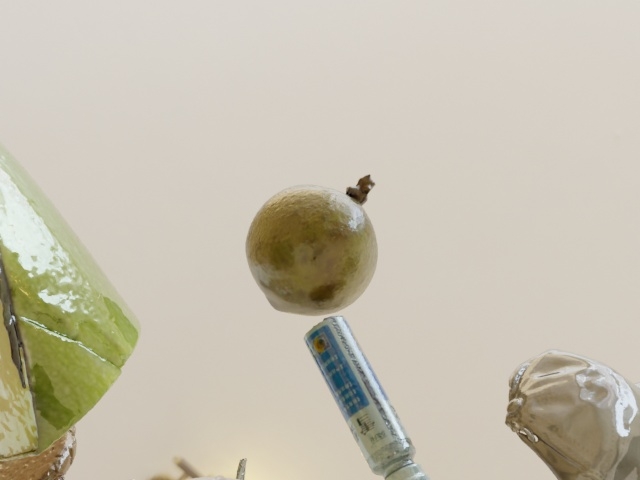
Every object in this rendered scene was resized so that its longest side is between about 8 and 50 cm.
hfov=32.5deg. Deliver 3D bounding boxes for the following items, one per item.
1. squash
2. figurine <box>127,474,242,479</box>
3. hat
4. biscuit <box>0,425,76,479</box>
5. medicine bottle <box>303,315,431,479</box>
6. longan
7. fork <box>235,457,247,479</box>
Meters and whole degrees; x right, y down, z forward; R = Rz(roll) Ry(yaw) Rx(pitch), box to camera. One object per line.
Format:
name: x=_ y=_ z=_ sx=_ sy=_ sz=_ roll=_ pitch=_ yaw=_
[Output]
squash: x=-0.326 y=0.017 z=0.973 sx=0.234 sy=0.309 sz=0.210 roll=-17 pitch=-153 yaw=47
figurine: x=-0.063 y=0.195 z=0.574 sx=0.141 sy=0.162 sz=0.237 roll=-47 pitch=180 yaw=-8
hat: x=0.303 y=0.155 z=1.002 sx=0.245 sy=0.149 sz=0.214 roll=-27 pitch=-148 yaw=11
biscuit: x=-0.424 y=0.321 z=1.488 sx=0.226 sy=0.042 sz=0.226 roll=-24 pitch=-152 yaw=14
medicine bottle: x=0.044 y=0.164 z=1.085 sx=0.051 sy=0.191 sz=0.051 roll=-23 pitch=155 yaw=-11
longan: x=0.000 y=0.000 z=1.181 sx=0.176 sy=0.145 sz=0.155 roll=-49 pitch=-137 yaw=-3
fork: x=-0.061 y=0.204 z=0.753 sx=0.016 sy=0.012 sz=0.115 roll=-8 pitch=105 yaw=-64
